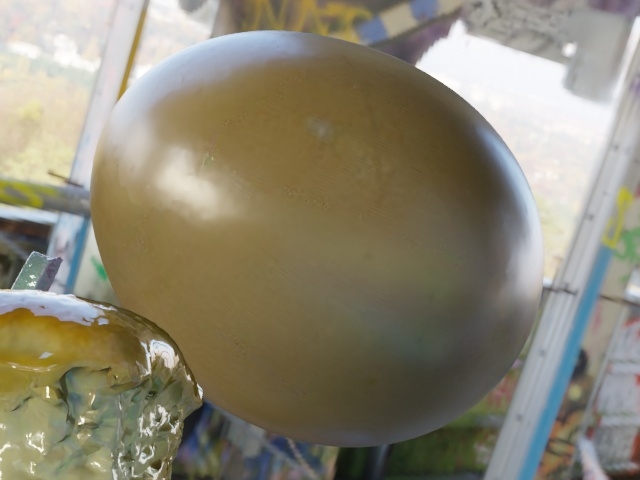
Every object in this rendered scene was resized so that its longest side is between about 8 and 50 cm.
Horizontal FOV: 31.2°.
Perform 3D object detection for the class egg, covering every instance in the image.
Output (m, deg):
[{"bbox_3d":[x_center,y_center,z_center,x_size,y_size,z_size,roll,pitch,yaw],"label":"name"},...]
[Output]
[{"bbox_3d":[0.000,0.000,0.882,0.373,0.301,0.301,22,7,-30],"label":"egg"}]

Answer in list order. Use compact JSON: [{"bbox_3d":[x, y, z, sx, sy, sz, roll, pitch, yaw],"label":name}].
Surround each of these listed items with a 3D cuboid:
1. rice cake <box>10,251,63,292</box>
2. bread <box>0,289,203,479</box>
[{"bbox_3d":[-0.461,0.144,1.681,0.051,0.290,0.081,29,-4,2],"label":"rice cake"},{"bbox_3d":[-0.168,0.073,0.416,0.245,0.121,0.174,5,-22,0],"label":"bread"}]
